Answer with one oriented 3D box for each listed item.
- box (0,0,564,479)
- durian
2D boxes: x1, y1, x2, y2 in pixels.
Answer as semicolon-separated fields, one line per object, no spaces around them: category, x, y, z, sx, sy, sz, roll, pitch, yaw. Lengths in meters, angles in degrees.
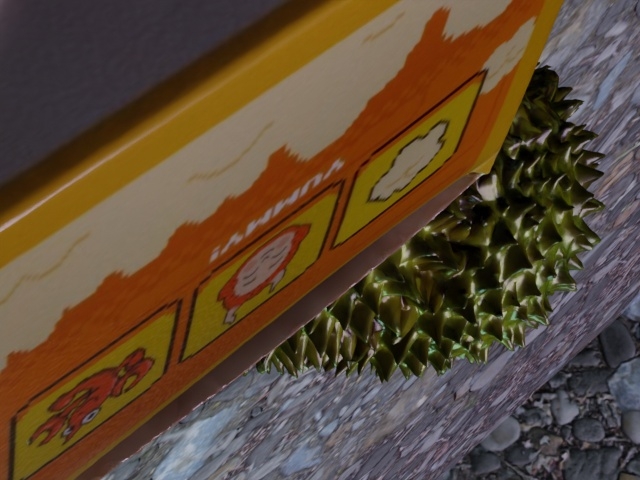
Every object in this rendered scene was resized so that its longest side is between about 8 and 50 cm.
box;-0.111;-0.094;0.571;0.259;0.283;0.214;-37;161;-25
durian;0.009;-0.058;1.047;0.291;0.291;0.224;-35;148;-33
